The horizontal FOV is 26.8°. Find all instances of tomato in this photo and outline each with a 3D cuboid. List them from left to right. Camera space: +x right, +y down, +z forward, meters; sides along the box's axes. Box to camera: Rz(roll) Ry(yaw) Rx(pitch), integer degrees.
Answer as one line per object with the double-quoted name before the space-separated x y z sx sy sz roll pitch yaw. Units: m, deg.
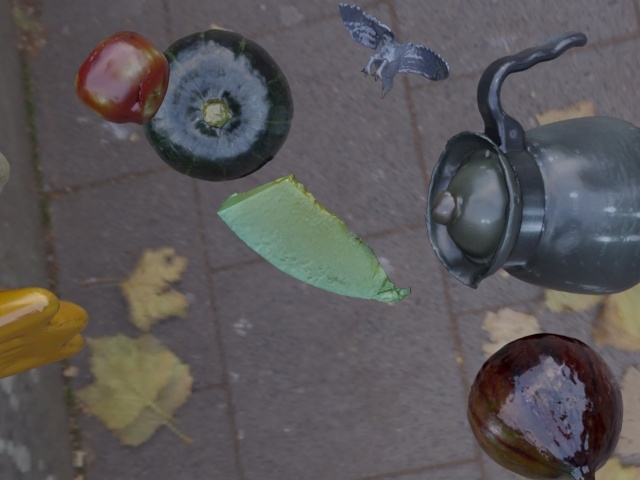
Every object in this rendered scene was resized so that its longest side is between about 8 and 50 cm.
"tomato" -0.173 -0.143 1.202 0.075 0.087 0.087 40 94 8

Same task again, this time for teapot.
"teapot" 0.265 -0.070 1.602 0.223 0.285 0.305 58 140 41

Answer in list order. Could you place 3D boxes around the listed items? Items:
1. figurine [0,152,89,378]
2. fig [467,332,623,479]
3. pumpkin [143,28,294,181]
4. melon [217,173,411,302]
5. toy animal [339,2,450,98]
"figurine" -0.198 -0.112 0.440 0.187 0.215 0.343 -26 70 -5
"fig" 0.225 0.168 1.301 0.148 0.202 0.149 -45 105 1
"pumpkin" -0.112 -0.148 1.471 0.167 0.125 0.167 2 78 -7
"melon" 0.001 0.001 1.703 0.262 0.053 0.114 33 110 -7
"toy animal" 0.040 -0.106 0.801 0.084 0.028 0.050 37 122 24
